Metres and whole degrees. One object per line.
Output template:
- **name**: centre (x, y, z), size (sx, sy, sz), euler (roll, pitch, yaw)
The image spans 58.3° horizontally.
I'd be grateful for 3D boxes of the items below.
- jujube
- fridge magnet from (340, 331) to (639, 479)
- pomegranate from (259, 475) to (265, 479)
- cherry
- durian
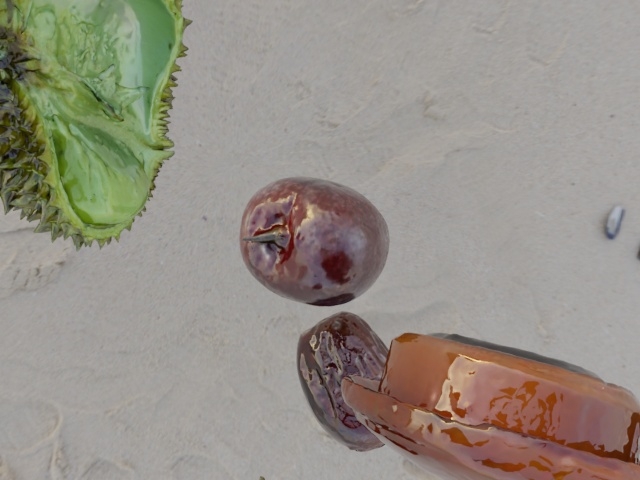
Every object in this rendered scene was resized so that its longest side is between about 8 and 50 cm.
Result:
- **jujube**: centre (0.056, 0.256, 1.041), size (0.183, 0.183, 0.243), euler (-27, 86, -4)
- **fridge magnet**: centre (0.199, 0.202, 0.640), size (0.363, 0.363, 0.155), euler (18, 80, -10)
- **pomegranate**: centre (-0.062, 0.411, 0.783), size (0.152, 0.191, 0.131), euler (15, 115, -49)
- **cherry**: centre (0.000, 0.000, 0.927), size (0.230, 0.300, 0.203), euler (7, 98, 35)
- **durian**: centre (-0.207, -0.121, 0.434), size (0.176, 0.200, 0.237), euler (18, 133, 8)
